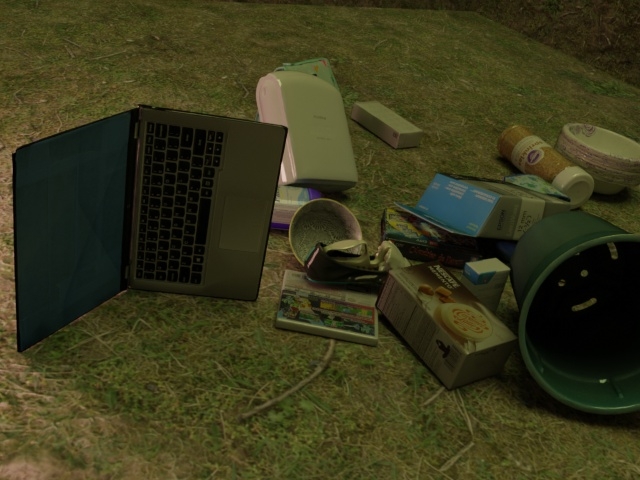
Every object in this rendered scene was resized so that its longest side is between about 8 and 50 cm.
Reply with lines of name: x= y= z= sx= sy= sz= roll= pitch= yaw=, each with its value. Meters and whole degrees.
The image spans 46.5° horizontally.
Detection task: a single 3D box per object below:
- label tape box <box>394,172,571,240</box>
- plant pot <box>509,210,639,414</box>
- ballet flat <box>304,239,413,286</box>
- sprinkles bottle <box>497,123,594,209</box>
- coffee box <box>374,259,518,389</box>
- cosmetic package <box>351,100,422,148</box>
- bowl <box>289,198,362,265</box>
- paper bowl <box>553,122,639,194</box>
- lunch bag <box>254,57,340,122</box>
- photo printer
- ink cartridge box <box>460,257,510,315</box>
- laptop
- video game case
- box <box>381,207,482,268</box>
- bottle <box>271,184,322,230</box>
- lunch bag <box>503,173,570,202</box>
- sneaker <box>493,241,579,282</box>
label tape box: x=0.396 y=-0.087 z=1.834 sx=0.348 sy=0.115 sz=0.249 roll=6 pitch=14 yaw=-30
plant pot: x=0.523 y=0.104 z=1.452 sx=0.341 sy=0.341 sz=0.334 roll=12 pitch=17 yaw=-1
ballet flat: x=0.106 y=0.050 z=1.563 sx=0.280 sy=0.096 sz=0.095 roll=5 pitch=24 yaw=-20
sprinkles bottle: x=0.675 y=-0.229 z=2.262 sx=0.121 sy=0.121 sz=0.355 roll=-1 pitch=32 yaw=-22
coffee box: x=0.241 y=0.158 z=1.455 sx=0.141 sy=0.098 sz=0.246 roll=-8 pitch=41 yaw=-34
cosmetic package: x=0.210 y=-0.372 z=2.389 sx=0.099 sy=0.060 sz=0.239 roll=-13 pitch=39 yaw=-33
bowl: x=0.000 y=0.000 z=1.641 sx=0.170 sy=0.170 sz=0.080 roll=5 pitch=-14 yaw=-19
paper bowl: x=0.866 y=-0.247 z=2.325 sx=0.284 sy=0.148 sz=0.284 roll=13 pitch=29 yaw=-7
lunch bag: x=-0.062 y=-0.382 z=2.106 sx=0.160 sy=0.262 sz=0.223 roll=28 pitch=33 yaw=26
photo printer: x=-0.035 y=-0.280 z=1.893 sx=0.107 sy=0.307 sz=0.256 roll=-19 pitch=-12 yaw=42
ink cartridge box: x=0.338 y=0.105 z=1.575 sx=0.088 sy=0.122 sz=0.052 roll=-6 pitch=31 yaw=-30
laptop: x=-0.281 y=-0.007 z=1.277 sx=0.408 sy=0.382 sz=0.236 roll=7 pitch=31 yaw=-10
video game case: x=0.017 y=0.133 z=1.508 sx=0.201 sy=0.023 sz=0.183 roll=12 pitch=30 yaw=-3
box: x=0.265 y=-0.004 z=1.807 sx=0.233 sy=0.044 sz=0.159 roll=11 pitch=30 yaw=-2
bottle: x=-0.139 y=-0.083 z=1.743 sx=0.283 sy=0.092 sz=0.118 roll=6 pitch=29 yaw=-10
lunch bag: x=0.601 y=-0.126 z=2.087 sx=0.151 sy=0.096 sz=0.129 roll=-12 pitch=37 yaw=-19
sneaker: x=0.531 y=0.030 z=1.814 sx=0.209 sy=0.082 sz=0.069 roll=20 pitch=33 yaw=16
